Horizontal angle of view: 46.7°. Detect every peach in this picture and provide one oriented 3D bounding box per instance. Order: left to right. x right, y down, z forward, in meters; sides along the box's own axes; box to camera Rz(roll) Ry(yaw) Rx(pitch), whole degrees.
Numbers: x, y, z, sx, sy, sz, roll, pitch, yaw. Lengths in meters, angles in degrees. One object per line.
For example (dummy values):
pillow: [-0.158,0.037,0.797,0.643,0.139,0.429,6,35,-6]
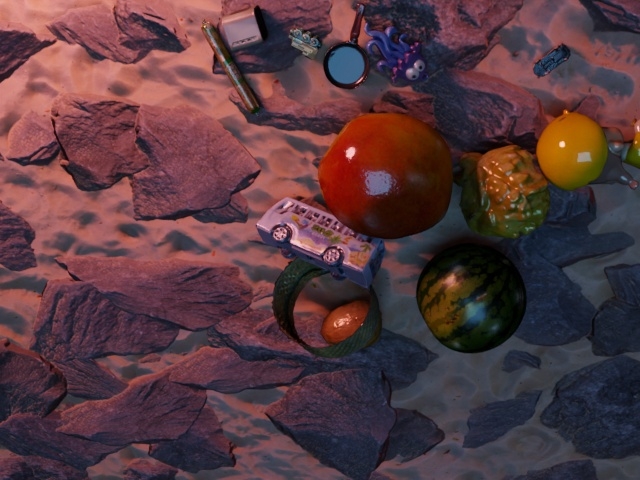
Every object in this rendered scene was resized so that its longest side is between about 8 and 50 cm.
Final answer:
peach: [0.166,-0.151,1.773,0.332,0.308,0.308,27,117,-13]

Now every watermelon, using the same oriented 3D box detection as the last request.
watermelon: [0.385,0.149,1.899,0.285,0.285,0.285,3,117,5]

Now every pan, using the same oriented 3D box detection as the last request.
pan: [0.073,-0.462,1.759,0.114,0.040,0.212,15,123,1]

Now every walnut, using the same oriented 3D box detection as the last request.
walnut: [0.088,0.242,2.065,0.180,0.144,0.144,-16,114,3]

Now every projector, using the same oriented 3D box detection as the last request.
projector: [-0.177,-0.500,1.746,0.082,0.083,0.083,-12,115,12]

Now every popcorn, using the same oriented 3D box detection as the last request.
popcorn: [0.426,-0.116,1.795,0.266,0.192,0.233,39,145,35]

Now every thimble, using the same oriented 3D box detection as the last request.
thimble: [0.021,0.171,1.949,0.270,0.271,0.150,-10,156,12]

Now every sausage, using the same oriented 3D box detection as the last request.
sausage: [-0.220,-0.421,1.820,0.032,0.033,0.269,-23,112,17]

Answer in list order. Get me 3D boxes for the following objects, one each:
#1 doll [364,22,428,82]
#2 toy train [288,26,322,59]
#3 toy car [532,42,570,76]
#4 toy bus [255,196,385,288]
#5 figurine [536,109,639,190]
doll: [0.177,-0.438,1.741,0.206,0.067,0.110,32,106,-22]
toy train: [-0.039,-0.473,1.772,0.083,0.033,0.053,25,121,-6]
toy car: [0.539,-0.421,1.733,0.093,0.025,0.041,-35,106,18]
toy bus: [0.000,0.000,1.887,0.329,0.136,0.109,24,159,24]
figurine: [0.680,-0.205,1.719,0.343,0.215,0.187,3,91,7]
